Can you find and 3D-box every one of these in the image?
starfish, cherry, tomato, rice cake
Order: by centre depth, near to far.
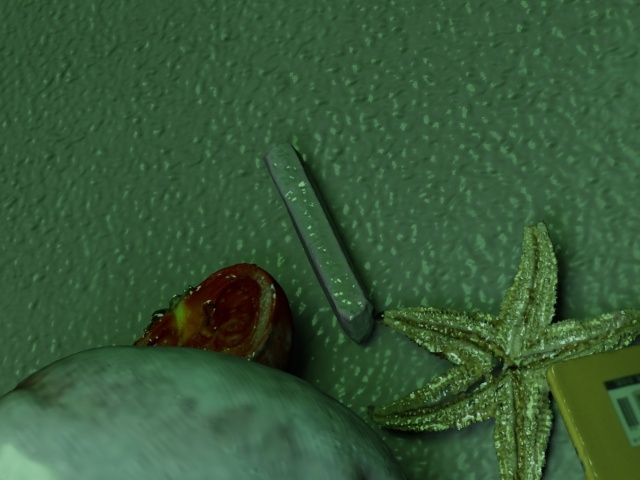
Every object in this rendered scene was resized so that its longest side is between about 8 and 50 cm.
[{"bbox_3d":[-0.092,0.220,1.113,0.326,0.334,0.291,-21,18,-2],"label":"cherry"},{"bbox_3d":[0.140,0.103,1.206,0.227,0.043,0.240,-5,68,30],"label":"starfish"},{"bbox_3d":[-0.083,0.105,1.298,0.159,0.091,0.139,-37,36,-4],"label":"tomato"},{"bbox_3d":[0.000,0.000,1.334,0.036,0.047,0.206,-29,56,7],"label":"rice cake"}]

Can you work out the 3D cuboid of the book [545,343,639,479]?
[{"bbox_3d":[0.324,0.218,0.962,0.269,0.032,0.389,-8,56,-14],"label":"book"}]
